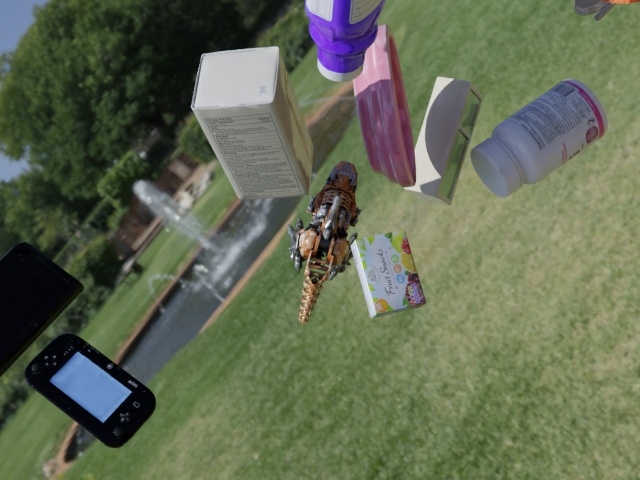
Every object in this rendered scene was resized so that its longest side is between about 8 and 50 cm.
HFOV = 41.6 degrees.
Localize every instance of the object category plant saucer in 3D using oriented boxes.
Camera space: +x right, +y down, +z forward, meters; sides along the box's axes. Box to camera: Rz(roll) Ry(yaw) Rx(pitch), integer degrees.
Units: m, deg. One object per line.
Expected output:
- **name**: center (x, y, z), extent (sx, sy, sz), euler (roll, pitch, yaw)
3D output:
- **plant saucer**: center (0.129, -0.268, 1.723), extent (0.084, 0.332, 0.332), euler (-9, 22, 10)

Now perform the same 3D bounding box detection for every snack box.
- **snack box**: center (0.121, 0.060, 1.516), extent (0.100, 0.141, 0.037), euler (-12, -14, -15)

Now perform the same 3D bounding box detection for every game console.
- **game console**: center (-0.404, 0.171, 1.302), extent (0.213, 0.361, 0.044), euler (-51, -14, -22)

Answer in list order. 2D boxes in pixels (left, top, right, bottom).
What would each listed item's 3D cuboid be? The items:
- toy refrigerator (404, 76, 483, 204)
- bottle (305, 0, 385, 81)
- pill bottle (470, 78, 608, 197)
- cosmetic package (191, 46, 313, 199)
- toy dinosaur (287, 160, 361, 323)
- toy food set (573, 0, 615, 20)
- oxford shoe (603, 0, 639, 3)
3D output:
- **toy refrigerator**: center (0.287, -0.226, 1.931), extent (0.102, 0.094, 0.270), euler (23, -97, -60)
- **bottle**: center (0.035, -0.321, 1.070), extent (0.118, 0.092, 0.283), euler (-53, -16, -27)
- **pill bottle**: center (0.493, -0.228, 1.916), extent (0.283, 0.160, 0.160), euler (-34, 9, -7)
- **cosmetic package**: center (-0.117, -0.209, 1.568), extent (0.296, 0.153, 0.129), euler (70, -159, -59)
- **toy dinosaur**: center (0.000, 0.000, 1.744), extent (0.322, 0.164, 0.218), euler (-53, -2, -9)
- **toy food set**: center (0.589, -0.516, 1.753), extent (0.132, 0.038, 0.192), euler (-44, 29, 19)
- **oxford shoe**: center (0.609, -0.431, 1.379), extent (0.132, 0.363, 0.130), euler (-29, -42, -38)
